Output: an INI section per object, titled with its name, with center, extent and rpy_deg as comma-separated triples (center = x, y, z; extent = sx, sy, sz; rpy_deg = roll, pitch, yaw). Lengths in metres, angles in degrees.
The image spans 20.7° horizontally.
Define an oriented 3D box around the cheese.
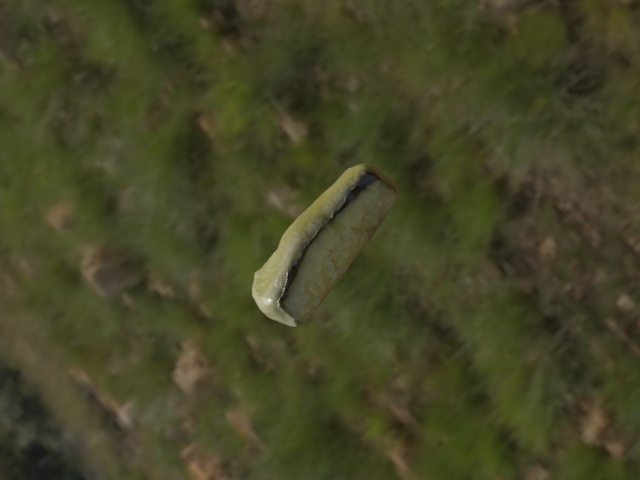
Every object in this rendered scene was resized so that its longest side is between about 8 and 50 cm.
[cheese]
center = 0.000, 0.000, 0.787
extent = 0.030, 0.083, 0.044
rpy_deg = 39, 175, -16
